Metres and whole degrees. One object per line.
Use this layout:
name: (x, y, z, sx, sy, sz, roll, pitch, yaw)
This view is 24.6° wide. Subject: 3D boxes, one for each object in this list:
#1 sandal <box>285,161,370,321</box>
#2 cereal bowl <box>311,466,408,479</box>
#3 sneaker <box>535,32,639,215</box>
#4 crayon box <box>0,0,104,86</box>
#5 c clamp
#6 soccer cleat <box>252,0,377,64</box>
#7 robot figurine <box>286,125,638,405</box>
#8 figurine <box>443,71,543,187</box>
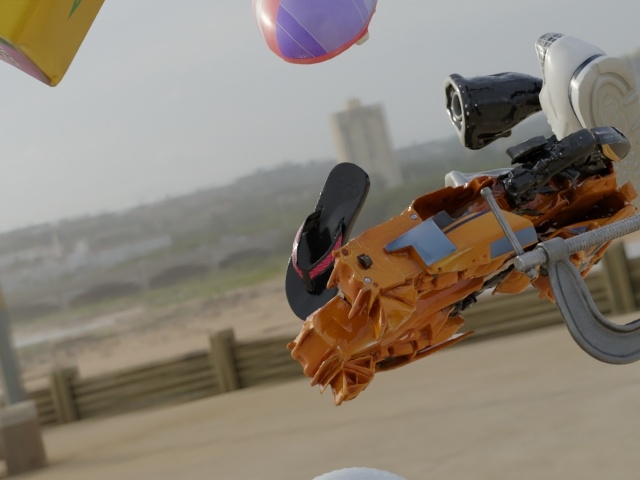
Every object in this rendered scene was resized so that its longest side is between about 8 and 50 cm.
sandal: (0.000, 0.000, 1.580, 0.067, 0.179, 0.040, 23, 8, 26)
cereal bowl: (0.091, 0.423, 1.781, 0.141, 0.339, 0.339, -37, -14, 36)
sneaker: (0.273, -0.107, 1.472, 0.090, 0.235, 0.095, -34, 43, -17)
crayon box: (-0.203, -0.290, 0.618, 0.363, 0.313, 0.106, 27, -6, 2)
c clamp: (0.200, 0.011, 0.967, 0.160, 0.137, 0.022, -12, -18, -23)
soccer cleat: (-0.010, -0.209, 0.940, 0.083, 0.095, 0.248, -11, 43, 15)
robot figurine: (0.121, 0.015, 1.114, 0.291, 0.085, 0.211, -23, -23, -28)
figurine: (0.263, -0.111, 1.790, 0.209, 0.215, 0.092, -9, 30, -10)
